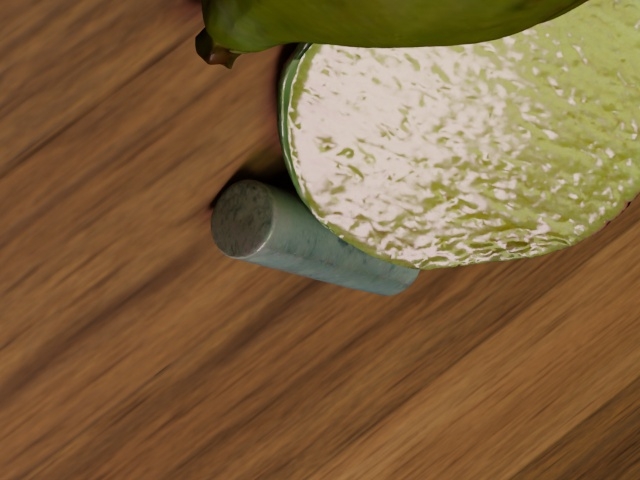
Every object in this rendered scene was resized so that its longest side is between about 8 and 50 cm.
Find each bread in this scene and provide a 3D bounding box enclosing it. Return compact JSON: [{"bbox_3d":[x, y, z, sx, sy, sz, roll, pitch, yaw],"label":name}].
[{"bbox_3d":[0.086,-0.076,1.004,0.228,0.033,0.228,-5,128,-6],"label":"bread"}]

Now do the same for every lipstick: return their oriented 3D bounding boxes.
[{"bbox_3d":[0.000,0.000,1.079,0.048,0.048,0.158,-51,147,17],"label":"lipstick"}]

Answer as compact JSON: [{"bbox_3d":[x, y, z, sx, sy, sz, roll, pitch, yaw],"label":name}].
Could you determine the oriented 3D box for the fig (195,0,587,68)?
[{"bbox_3d":[0.057,-0.159,0.765,0.233,0.233,0.314,-4,128,-45],"label":"fig"}]
